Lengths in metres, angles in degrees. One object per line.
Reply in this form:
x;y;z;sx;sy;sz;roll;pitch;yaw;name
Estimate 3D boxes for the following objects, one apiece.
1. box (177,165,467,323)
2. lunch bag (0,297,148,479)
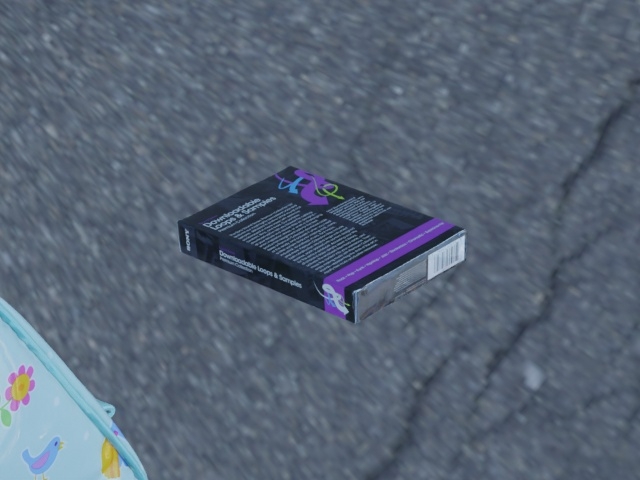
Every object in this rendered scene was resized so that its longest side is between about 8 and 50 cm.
0.000;0.000;1.299;0.116;0.162;0.029;-28;128;-41;box
-0.212;0.145;1.048;0.224;0.108;0.279;-60;149;-22;lunch bag
